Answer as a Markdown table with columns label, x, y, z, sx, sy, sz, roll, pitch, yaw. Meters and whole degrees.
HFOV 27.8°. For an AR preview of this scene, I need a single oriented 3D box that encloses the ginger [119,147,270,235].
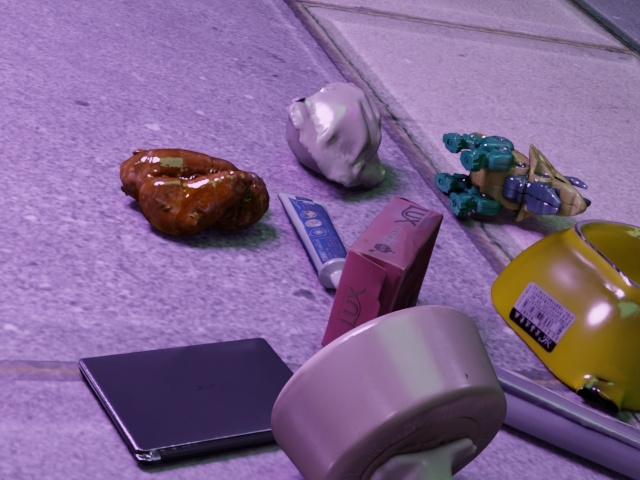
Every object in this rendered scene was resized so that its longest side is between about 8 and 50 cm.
| label | x | y | z | sx | sy | sz | roll | pitch | yaw |
| --- | --- | --- | --- | --- | --- | --- | --- | --- | --- |
| ginger | -0.116 | -0.051 | 1.310 | 0.162 | 0.073 | 0.103 | 2 | 32 | -29 |

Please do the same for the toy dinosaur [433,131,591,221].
| label | x | y | z | sx | sy | sz | roll | pitch | yaw |
| --- | --- | --- | --- | --- | --- | --- | --- | --- | --- |
| toy dinosaur | 0.207 | -0.089 | 1.561 | 0.153 | 0.094 | 0.259 | 4 | 22 | -24 |

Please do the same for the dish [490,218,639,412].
| label | x | y | z | sx | sy | sz | roll | pitch | yaw |
| --- | --- | --- | --- | --- | --- | --- | --- | --- | --- |
| dish | 0.305 | 0.060 | 1.310 | 0.221 | 0.108 | 0.262 | 5 | 29 | -20 |

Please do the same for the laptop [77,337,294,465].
| label | x | y | z | sx | sy | sz | roll | pitch | yaw |
| --- | --- | --- | --- | --- | --- | --- | --- | --- | --- |
| laptop | -0.093 | 0.127 | 1.054 | 0.180 | 0.016 | 0.129 | -3 | 33 | -35 |

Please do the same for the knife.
| label | x | y | z | sx | sy | sz | roll | pitch | yaw |
| --- | --- | --- | --- | --- | --- | --- | --- | --- | --- |
| knife | 0.227 | 0.161 | 1.148 | 0.266 | 0.040 | 0.073 | 24 | 17 | 13 |

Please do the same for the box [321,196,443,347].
| label | x | y | z | sx | sy | sz | roll | pitch | yaw |
| --- | --- | --- | --- | --- | --- | --- | --- | --- | --- |
| box | 0.060 | 0.035 | 1.211 | 0.060 | 0.111 | 0.156 | 22 | 26 | 10 |

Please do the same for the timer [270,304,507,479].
| label | x | y | z | sx | sy | sz | roll | pitch | yaw |
| --- | --- | --- | --- | --- | --- | --- | --- | --- | --- |
| timer | 0.095 | 0.200 | 0.917 | 0.175 | 0.175 | 0.266 | -4 | 50 | -35 |

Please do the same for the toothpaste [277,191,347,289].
| label | x | y | z | sx | sy | sz | roll | pitch | yaw |
| --- | --- | --- | --- | --- | --- | --- | --- | --- | --- |
| toothpaste | 0.000 | 0.000 | 1.326 | 0.057 | 0.034 | 0.197 | 13 | 24 | -21 |

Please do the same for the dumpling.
| label | x | y | z | sx | sy | sz | roll | pitch | yaw |
| --- | --- | --- | --- | --- | --- | --- | --- | --- | --- |
| dumpling | 0.026 | -0.117 | 1.499 | 0.127 | 0.108 | 0.188 | 50 | 18 | 11 |
